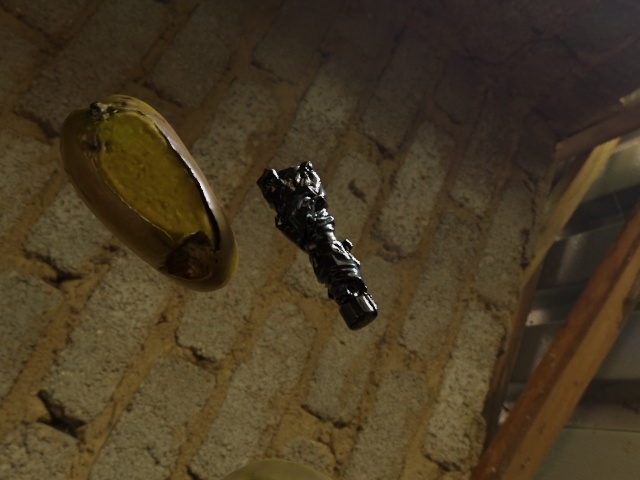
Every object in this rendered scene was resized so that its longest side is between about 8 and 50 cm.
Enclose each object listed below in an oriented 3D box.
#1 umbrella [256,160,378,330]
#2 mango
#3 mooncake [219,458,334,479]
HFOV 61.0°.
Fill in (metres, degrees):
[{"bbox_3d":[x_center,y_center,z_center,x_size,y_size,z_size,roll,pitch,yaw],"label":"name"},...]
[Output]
[{"bbox_3d":[-0.001,0.000,0.625,0.224,0.080,0.071,62,-22,25],"label":"umbrella"},{"bbox_3d":[-0.193,-0.048,0.638,0.130,0.262,0.167,-38,-175,-13],"label":"mango"},{"bbox_3d":[-0.035,0.353,0.572,0.117,0.234,0.235,-13,152,-49],"label":"mooncake"}]
